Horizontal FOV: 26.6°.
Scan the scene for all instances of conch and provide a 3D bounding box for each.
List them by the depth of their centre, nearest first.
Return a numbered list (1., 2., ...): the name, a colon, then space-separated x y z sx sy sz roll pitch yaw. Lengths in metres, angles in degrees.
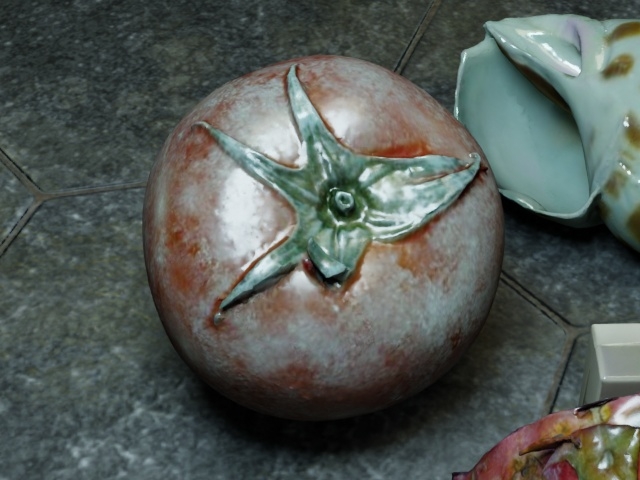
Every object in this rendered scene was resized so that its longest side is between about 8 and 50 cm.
1. conch: 0.308 -0.088 1.322 0.249 0.197 0.368 -44 54 12

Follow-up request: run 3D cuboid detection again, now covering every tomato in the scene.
1. tomato: 0.000 0.000 1.166 0.317 0.282 0.316 2 77 -8

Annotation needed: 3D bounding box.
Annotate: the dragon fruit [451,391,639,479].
1. dragon fruit: 0.245 0.273 0.940 0.296 0.314 0.263 9 58 -21

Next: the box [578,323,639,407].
1. box: 0.276 0.149 1.079 0.141 0.201 0.058 -2 45 3
